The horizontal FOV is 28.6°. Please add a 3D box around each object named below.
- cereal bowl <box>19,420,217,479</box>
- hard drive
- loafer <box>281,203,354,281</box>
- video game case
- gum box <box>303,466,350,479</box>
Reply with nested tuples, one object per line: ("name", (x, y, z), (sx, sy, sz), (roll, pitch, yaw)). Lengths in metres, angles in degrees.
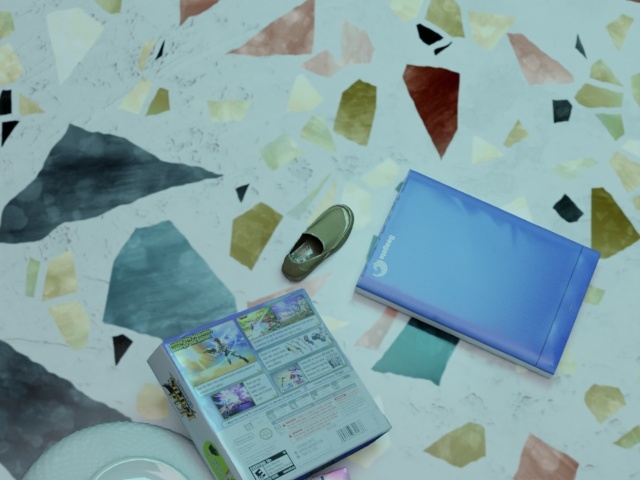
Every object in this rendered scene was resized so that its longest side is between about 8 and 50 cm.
("cereal bowl", (-0.242, 0.382, 1.627), (0.339, 0.141, 0.339), (11, 55, -16))
("hard drive", (0.238, 0.047, 1.896), (0.318, 0.040, 0.210), (24, 70, 4))
("loafer", (0.000, 0.000, 1.889), (0.056, 0.050, 0.148), (36, 71, 9))
("video game case", (-0.068, 0.214, 1.739), (0.269, 0.061, 0.244), (-19, 71, -41))
("gum box", (0.012, 0.420, 1.726), (0.107, 0.062, 0.188), (-16, 71, -10))
